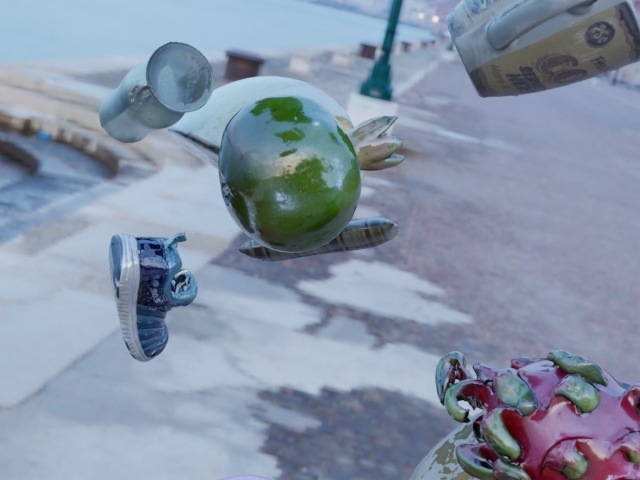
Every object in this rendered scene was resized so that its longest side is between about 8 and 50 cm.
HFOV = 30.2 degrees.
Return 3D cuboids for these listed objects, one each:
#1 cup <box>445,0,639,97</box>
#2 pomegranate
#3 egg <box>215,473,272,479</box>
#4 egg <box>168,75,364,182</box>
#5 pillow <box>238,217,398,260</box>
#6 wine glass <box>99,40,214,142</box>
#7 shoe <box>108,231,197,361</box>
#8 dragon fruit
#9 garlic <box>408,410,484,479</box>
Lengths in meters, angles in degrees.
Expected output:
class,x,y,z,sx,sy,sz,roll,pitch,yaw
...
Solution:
class,x,y,z,sx,sy,sz,roll,pitch,yaw
cup,0.323,-0.318,1.736,0.257,0.227,0.301,-26,-2,11
pomegranate,-0.009,-0.088,1.390,0.225,0.187,0.187,-21,22,-15
egg,-0.151,0.460,1.780,0.271,0.196,0.196,-15,26,-34
egg,-0.069,-0.171,1.967,0.337,0.201,0.337,29,-7,4
pillow,0.000,0.000,1.554,0.203,0.038,0.113,-10,-5,7
wine glass,-0.246,-0.208,1.729,0.103,0.103,0.231,7,-13,-28
shoe,-0.205,0.070,1.477,0.106,0.207,0.092,-7,48,-13
dragon fruit,0.250,0.218,1.312,0.218,0.198,0.272,0,-5,-34
garlic,0.246,0.280,1.477,0.151,0.338,0.196,49,14,3
